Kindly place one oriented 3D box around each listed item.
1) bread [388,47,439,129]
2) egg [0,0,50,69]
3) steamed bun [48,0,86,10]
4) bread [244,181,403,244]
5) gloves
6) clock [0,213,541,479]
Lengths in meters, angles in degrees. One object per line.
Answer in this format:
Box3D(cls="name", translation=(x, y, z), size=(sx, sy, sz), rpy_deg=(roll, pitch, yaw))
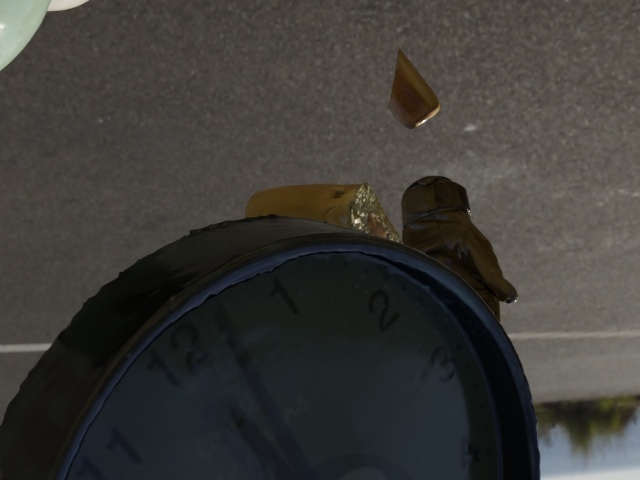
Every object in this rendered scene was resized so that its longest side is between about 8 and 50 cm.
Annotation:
Box3D(cls="bread", translation=(0.116, -0.205, 1.270), size=(0.062, 0.103, 0.049), rpy_deg=(-37, 176, 15))
Box3D(cls="egg", translation=(-0.309, -0.185, 0.613), size=(0.283, 0.202, 0.203), rpy_deg=(-3, 166, 21))
Box3D(cls="steamed bun", translation=(-0.503, -0.597, 1.665), size=(0.334, 0.373, 0.334), rpy_deg=(-6, 155, -3))
Box3D(cls="bread", translation=(0.000, 0.002, 1.021), size=(0.173, 0.085, 0.134), rpy_deg=(-5, 135, 36))
Box3D(cls="gloves", translation=(0.212, 0.049, 1.481), size=(0.154, 0.331, 0.141), rpy_deg=(-5, 146, -9))
Box3D(cls="clock", translation=(-0.012, 0.146, 0.483), size=(0.319, 0.318, 0.066), rpy_deg=(6, 180, -34))
